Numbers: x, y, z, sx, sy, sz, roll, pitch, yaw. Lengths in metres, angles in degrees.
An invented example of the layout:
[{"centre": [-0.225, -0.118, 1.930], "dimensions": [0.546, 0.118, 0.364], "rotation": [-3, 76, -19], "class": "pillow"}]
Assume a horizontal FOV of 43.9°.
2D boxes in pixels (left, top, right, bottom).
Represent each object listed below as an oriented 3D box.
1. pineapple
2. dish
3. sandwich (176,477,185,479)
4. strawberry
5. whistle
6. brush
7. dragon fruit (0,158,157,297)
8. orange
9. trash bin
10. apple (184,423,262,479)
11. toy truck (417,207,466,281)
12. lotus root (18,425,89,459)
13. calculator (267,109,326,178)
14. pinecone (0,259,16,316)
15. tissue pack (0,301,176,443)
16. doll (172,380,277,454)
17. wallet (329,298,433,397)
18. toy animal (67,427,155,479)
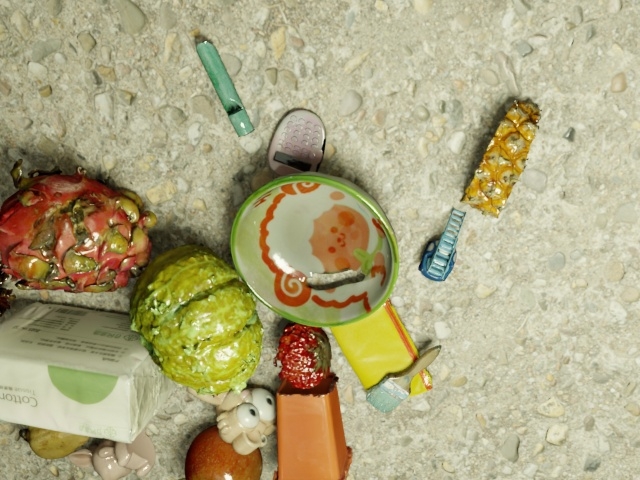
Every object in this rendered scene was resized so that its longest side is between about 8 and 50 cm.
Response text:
[{"centre": [0.310, -0.127, 1.377], "dimensions": [0.079, 0.135, 0.233], "rotation": [21, 117, 5], "class": "pineapple"}, {"centre": [0.000, 0.000, 1.516], "dimensions": [0.324, 0.124, 0.324], "rotation": [7, 121, 12], "class": "dish"}, {"centre": [-0.317, 0.616, 1.892], "dimensions": [0.193, 0.058, 0.162], "rotation": [30, 114, 1], "class": "sandwich"}, {"centre": [-0.028, 0.230, 1.606], "dimensions": [0.086, 0.145, 0.145], "rotation": [-1, 113, 23], "class": "strawberry"}, {"centre": [-0.177, -0.283, 1.478], "dimensions": [0.039, 0.039, 0.186], "rotation": [-19, 107, 20], "class": "whistle"}, {"centre": [0.174, 0.272, 1.590], "dimensions": [0.070, 0.021, 0.196], "rotation": [39, 110, -12], "class": "brush"}, {"centre": [-0.469, -0.017, 1.556], "dimensions": [0.291, 0.250, 0.269], "rotation": [-2, 90, 2], "class": "dragon fruit"}, {"centre": [-0.245, 0.162, 1.538], "dimensions": [0.223, 0.300, 0.301], "rotation": [-29, 114, -21], "class": "orange"}, {"centre": [-0.023, 0.410, 1.666], "dimensions": [0.161, 0.184, 0.239], "rotation": [-2, 107, 10], "class": "trash bin"}, {"centre": [-0.219, 0.504, 1.758], "dimensions": [0.181, 0.168, 0.181], "rotation": [8, 119, 14], "class": "apple"}, {"centre": [0.234, 0.010, 1.499], "dimensions": [0.063, 0.074, 0.136], "rotation": [21, 75, 2], "class": "toy truck"}, {"centre": [-0.618, 0.443, 1.854], "dimensions": [0.221, 0.125, 0.118], "rotation": [-26, 139, 27], "class": "lotus root"}, {"centre": [-0.045, -0.168, 1.505], "dimensions": [0.103, 0.024, 0.166], "rotation": [22, 114, 3], "class": "calculator"}, {"centre": [-0.800, 0.097, 1.685], "dimensions": [0.292, 0.246, 0.246], "rotation": [17, 117, -11], "class": "pinecone"}, {"centre": [-0.509, 0.271, 1.670], "dimensions": [0.356, 0.266, 0.194], "rotation": [8, 109, 10], "class": "tissue pack"}, {"centre": [-0.207, 0.330, 1.686], "dimensions": [0.278, 0.154, 0.119], "rotation": [44, 119, -6], "class": "doll"}, {"centre": [0.125, 0.222, 1.616], "dimensions": [0.141, 0.067, 0.241], "rotation": [-22, 111, 16], "class": "wallet"}, {"centre": [-0.486, 0.516, 1.859], "dimensions": [0.212, 0.124, 0.124], "rotation": [-26, 105, 28], "class": "toy animal"}]
